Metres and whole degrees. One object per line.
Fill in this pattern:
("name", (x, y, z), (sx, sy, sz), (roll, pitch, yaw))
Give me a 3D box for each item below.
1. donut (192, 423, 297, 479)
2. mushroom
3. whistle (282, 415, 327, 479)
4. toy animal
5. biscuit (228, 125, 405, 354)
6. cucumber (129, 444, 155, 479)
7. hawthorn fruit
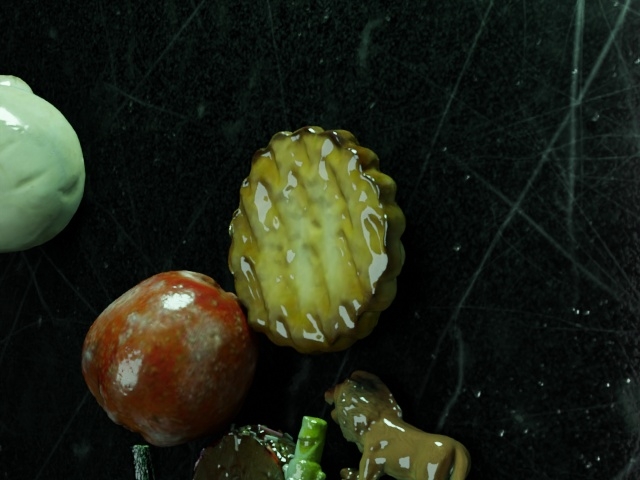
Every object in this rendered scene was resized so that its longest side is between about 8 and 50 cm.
("donut", (-0.091, 0.399, 1.899), (0.269, 0.103, 0.270), (-7, 81, 46))
("mushroom", (-0.586, -0.159, 2.322), (0.315, 0.315, 0.356), (-23, 74, 44))
("whistle", (-0.025, 0.341, 1.762), (0.104, 0.057, 0.198), (5, 75, 33))
("toy animal", (0.107, 0.281, 1.703), (0.312, 0.097, 0.158), (22, 98, 44))
("biscuit", (0.000, 0.000, 1.822), (0.325, 0.107, 0.326), (2, 92, 46))
("cucumber", (-0.292, 0.423, 2.158), (0.043, 0.039, 0.163), (138, 125, -67))
("hawthorn fruit", (-0.217, 0.183, 1.927), (0.284, 0.284, 0.284), (-3, 85, 47))
